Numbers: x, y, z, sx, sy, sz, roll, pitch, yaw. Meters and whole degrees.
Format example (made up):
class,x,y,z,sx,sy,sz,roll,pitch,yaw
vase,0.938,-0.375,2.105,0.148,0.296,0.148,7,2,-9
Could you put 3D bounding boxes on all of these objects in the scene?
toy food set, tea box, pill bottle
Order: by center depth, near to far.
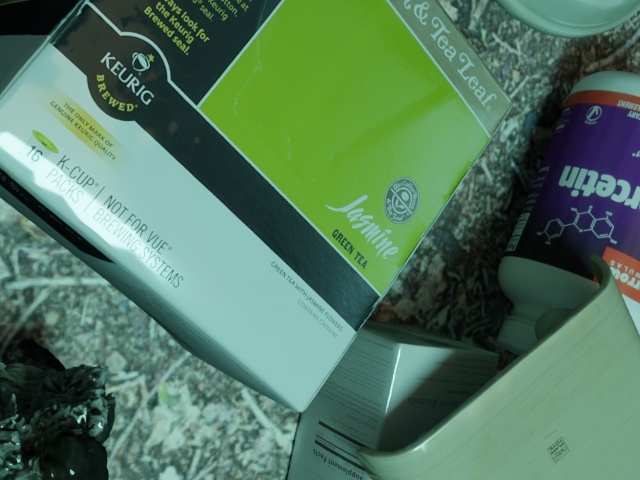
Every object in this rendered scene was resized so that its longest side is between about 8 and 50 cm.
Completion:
class,x,y,z,sx,sy,sz,roll,pitch,yaw
tea box,-0.078,-0.105,0.773,0.329,0.220,0.323,46,74,-31
toy food set,0.202,0.185,0.938,0.306,0.092,0.220,-37,116,-13
pill bottle,0.314,-0.011,1.077,0.181,0.181,0.323,27,83,-34

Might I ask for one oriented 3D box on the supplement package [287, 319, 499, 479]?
class,x,y,z,sx,sy,sz,roll,pitch,yaw
supplement package,0.065,0.212,0.978,0.139,0.134,0.244,10,93,-34

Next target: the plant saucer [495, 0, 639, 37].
class,x,y,z,sx,sy,sz,roll,pitch,yaw
plant saucer,0.310,-0.425,1.052,0.400,0.100,0.400,-6,102,-32

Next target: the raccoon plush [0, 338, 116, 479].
class,x,y,z,sx,sy,sz,roll,pitch,yaw
raccoon plush,-0.341,0.212,0.674,0.299,0.216,0.446,21,87,-27
